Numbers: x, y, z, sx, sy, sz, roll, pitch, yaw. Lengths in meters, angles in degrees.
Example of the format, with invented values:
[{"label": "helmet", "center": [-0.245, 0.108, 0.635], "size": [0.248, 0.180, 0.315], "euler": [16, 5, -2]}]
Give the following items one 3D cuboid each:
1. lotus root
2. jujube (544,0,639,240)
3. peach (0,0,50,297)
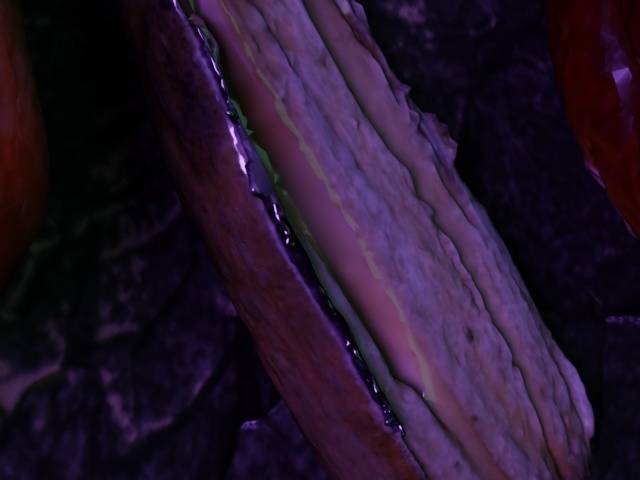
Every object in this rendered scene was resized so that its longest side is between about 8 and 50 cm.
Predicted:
[{"label": "lotus root", "center": [-0.001, -0.001, 0.764], "size": [0.329, 0.078, 0.167], "euler": [61, 28, -12]}, {"label": "jujube", "center": [0.203, -0.107, 0.875], "size": [0.197, 0.197, 0.290], "euler": [13, 59, -38]}, {"label": "peach", "center": [-0.187, -0.055, 0.518], "size": [0.214, 0.214, 0.235], "euler": [-10, 101, -41]}]
